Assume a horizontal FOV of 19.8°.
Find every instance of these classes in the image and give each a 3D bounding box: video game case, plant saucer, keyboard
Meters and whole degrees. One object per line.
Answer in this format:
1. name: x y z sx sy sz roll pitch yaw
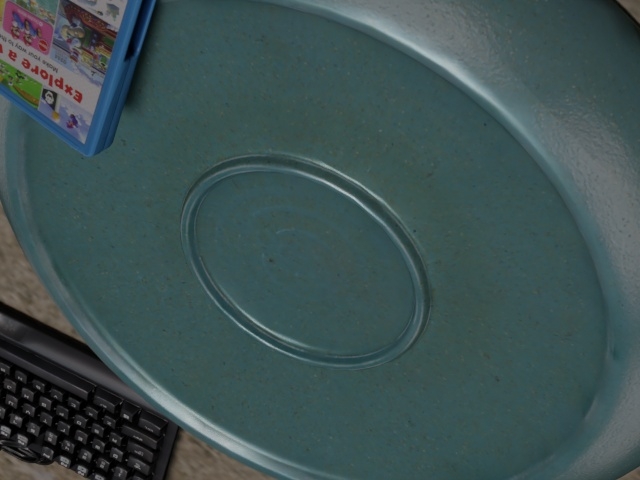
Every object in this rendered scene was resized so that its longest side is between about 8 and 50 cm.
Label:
1. video game case: -0.099 -0.124 0.623 0.119 0.015 0.166 36 129 16
2. plant saucer: 0.000 0.000 0.700 0.318 0.043 0.317 16 136 17
3. keyboard: -0.153 0.074 0.874 0.180 0.023 0.108 26 138 8
